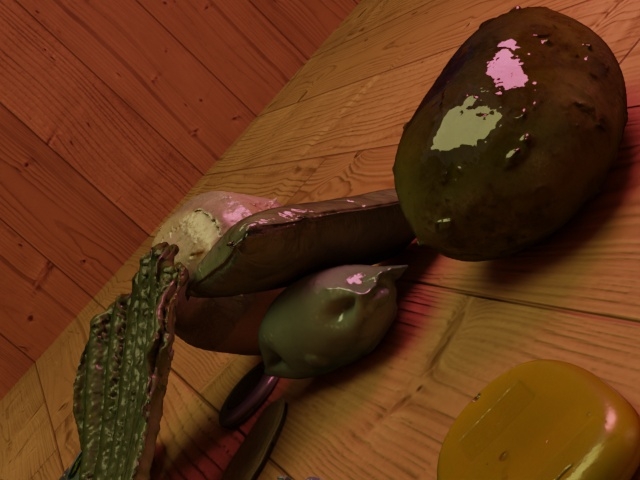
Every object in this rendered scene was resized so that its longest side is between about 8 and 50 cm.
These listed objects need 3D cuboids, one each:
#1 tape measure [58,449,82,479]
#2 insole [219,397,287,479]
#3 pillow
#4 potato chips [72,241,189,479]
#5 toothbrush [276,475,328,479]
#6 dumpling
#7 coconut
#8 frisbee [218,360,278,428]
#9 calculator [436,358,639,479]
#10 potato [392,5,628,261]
[{"bbox_3d":[-0.293,0.282,1.448,0.164,0.084,0.330,-41,16,14],"label":"tape measure"},{"bbox_3d":[-0.093,0.265,1.079,0.081,0.011,0.248,-34,19,39],"label":"insole"},{"bbox_3d":[0.000,0.000,1.125,0.302,0.075,0.185,-13,-16,-33],"label":"pillow"},{"bbox_3d":[-0.228,0.212,1.140,0.358,0.070,0.429,137,141,-58],"label":"potato chips"},{"bbox_3d":[-0.005,0.226,0.934,0.131,0.013,0.011,-17,38,57],"label":"toothbrush"},{"bbox_3d":[0.023,0.088,1.089,0.217,0.149,0.105,-41,53,39],"label":"dumpling"},{"bbox_3d":[-0.098,0.041,1.308,0.234,0.224,0.224,0,-26,-45],"label":"coconut"},{"bbox_3d":[-0.090,0.189,1.263,0.110,0.014,0.110,-43,15,14],"label":"frisbee"},{"bbox_3d":[0.143,0.149,0.677,0.146,0.032,0.235,-47,13,1],"label":"calculator"},{"bbox_3d":[0.189,-0.113,0.973,0.210,0.173,0.307,-34,22,47],"label":"potato"}]
